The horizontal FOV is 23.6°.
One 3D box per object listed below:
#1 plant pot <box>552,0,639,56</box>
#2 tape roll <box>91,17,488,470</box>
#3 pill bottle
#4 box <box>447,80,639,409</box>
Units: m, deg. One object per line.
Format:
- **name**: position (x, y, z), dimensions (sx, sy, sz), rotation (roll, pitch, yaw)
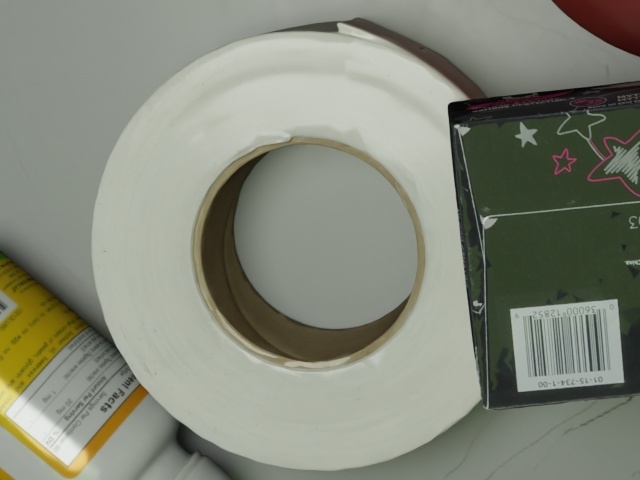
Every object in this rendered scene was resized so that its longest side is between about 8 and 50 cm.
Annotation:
- **plant pot**: position (0.230, -0.222, 0.847), dimensions (0.275, 0.243, 0.275), rotation (2, 100, 9)
- **tape roll**: position (0.000, 0.000, 0.999), dimensions (0.286, 0.100, 0.286), rotation (2, 100, 10)
- **pill bottle**: position (-0.182, 0.124, 1.033), dimensions (0.246, 0.136, 0.136), rotation (40, 104, 1)
- **box**: position (0.202, -0.007, 0.852), dimensions (0.247, 0.142, 0.163), rotation (-6, 100, 5)
